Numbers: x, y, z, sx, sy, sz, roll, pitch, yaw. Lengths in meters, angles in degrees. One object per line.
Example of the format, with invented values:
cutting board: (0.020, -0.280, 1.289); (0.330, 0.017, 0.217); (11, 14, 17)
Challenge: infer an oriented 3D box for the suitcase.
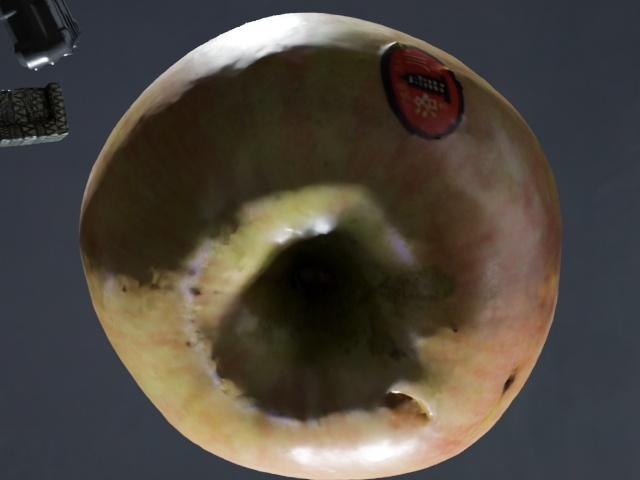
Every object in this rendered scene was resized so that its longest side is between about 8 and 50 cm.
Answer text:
suitcase: (-0.343, -0.301, 1.947); (0.285, 0.066, 0.206); (-124, 9, -80)

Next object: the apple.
apple: (0.000, 0.000, 1.403); (0.346, 0.391, 0.391); (-74, -19, -74)

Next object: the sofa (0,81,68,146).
sofa: (-0.327, -0.129, 1.780); (0.039, 0.118, 0.060); (151, 110, -66)
